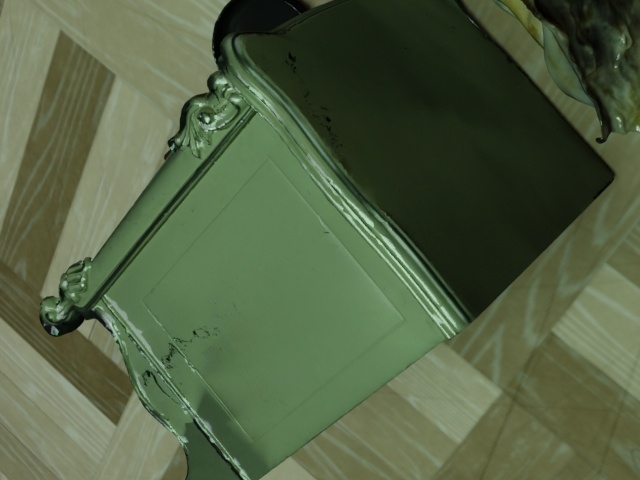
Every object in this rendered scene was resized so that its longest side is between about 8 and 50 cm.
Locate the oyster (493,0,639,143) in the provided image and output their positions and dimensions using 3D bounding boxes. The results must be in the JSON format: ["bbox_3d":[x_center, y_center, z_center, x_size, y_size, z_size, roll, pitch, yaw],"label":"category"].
[{"bbox_3d":[0.144,-0.177,0.668,0.100,0.271,0.275,-50,50,27],"label":"oyster"}]

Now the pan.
[{"bbox_3d":[-0.075,-0.137,0.921,0.115,0.040,0.212,49,121,6],"label":"pan"}]

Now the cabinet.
[{"bbox_3d":[0.000,0.000,0.776,0.227,0.290,0.318,49,129,5],"label":"cabinet"}]
